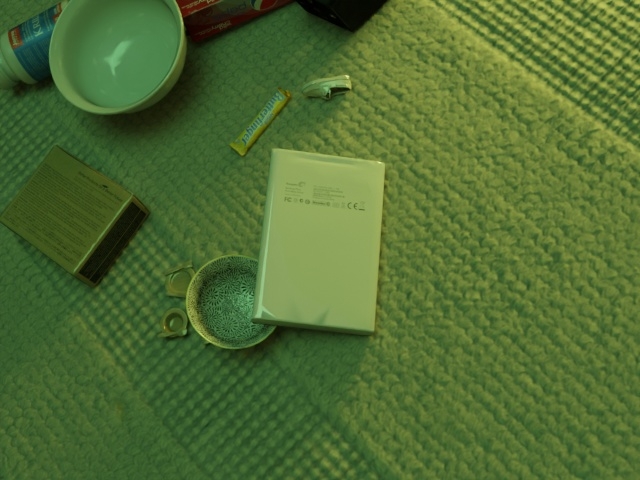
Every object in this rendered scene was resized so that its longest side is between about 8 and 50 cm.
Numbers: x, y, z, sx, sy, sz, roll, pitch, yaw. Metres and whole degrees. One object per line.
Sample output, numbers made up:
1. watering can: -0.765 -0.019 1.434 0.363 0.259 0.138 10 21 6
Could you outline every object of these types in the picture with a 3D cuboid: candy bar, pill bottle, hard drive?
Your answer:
1. candy bar: -0.117 -0.237 1.732 0.040 0.018 0.161 36 83 26
2. pill bottle: -0.609 -0.414 1.893 0.221 0.124 0.124 -27 64 5
3. hard drive: 0.000 0.000 1.550 0.210 0.040 0.319 7 69 -5

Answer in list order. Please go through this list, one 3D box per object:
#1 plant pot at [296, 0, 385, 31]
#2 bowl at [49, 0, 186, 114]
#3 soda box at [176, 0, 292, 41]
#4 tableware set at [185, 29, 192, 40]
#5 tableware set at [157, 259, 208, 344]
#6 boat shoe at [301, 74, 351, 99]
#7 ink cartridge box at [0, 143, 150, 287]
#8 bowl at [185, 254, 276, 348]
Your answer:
1. plant pot: 0.034 -0.525 1.722 0.187 0.188 0.167 31 93 25
2. bowl: -0.389 -0.378 1.786 0.297 0.134 0.298 -3 78 17
3. soda box: -0.166 -0.512 1.809 0.263 0.083 0.092 -22 62 3
4. tableware set: -0.336 -0.410 1.865 0.154 0.024 0.104 -30 64 3
5. tableware set: -0.230 0.113 1.624 0.141 0.020 0.169 -7 67 14
6. boat shoe: 0.012 -0.293 1.707 0.100 0.035 0.035 -10 63 6
7. ink cartridge box: -0.485 -0.049 1.729 0.234 0.088 0.193 31 79 26
8. bowl: -0.152 0.118 1.553 0.170 0.080 0.170 2 70 -6
